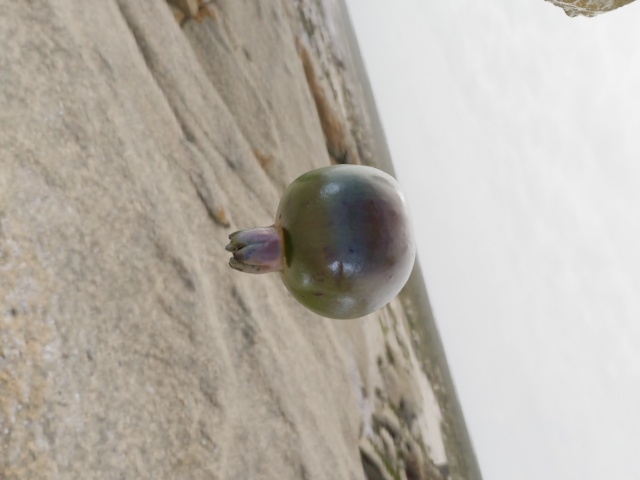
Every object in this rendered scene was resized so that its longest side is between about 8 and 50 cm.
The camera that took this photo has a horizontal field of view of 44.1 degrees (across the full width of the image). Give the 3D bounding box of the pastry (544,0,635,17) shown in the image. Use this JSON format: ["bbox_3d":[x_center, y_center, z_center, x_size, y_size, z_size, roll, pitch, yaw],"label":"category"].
[{"bbox_3d":[0.294,-0.354,1.014,0.121,0.258,0.089,-30,-127,57],"label":"pastry"}]

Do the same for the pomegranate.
[{"bbox_3d":[0.000,0.000,0.872,0.180,0.210,0.180,178,-90,-76],"label":"pomegranate"}]
